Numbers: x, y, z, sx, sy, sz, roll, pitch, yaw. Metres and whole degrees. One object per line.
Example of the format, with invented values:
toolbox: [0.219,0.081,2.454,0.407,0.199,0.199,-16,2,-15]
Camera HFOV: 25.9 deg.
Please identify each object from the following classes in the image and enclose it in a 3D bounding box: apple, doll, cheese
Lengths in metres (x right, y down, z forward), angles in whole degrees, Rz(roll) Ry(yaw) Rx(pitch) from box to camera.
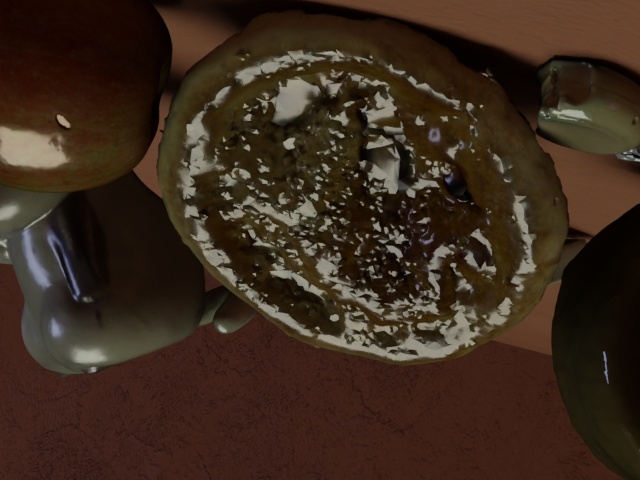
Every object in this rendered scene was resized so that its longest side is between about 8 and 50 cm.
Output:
apple: [-0.211,-0.131,1.115,0.174,0.188,0.188,11,173,0]
doll: [-0.257,-0.016,1.435,0.370,0.226,0.215,54,168,-8]
cheese: [0.208,-0.092,1.068,0.092,0.047,0.171,14,173,16]

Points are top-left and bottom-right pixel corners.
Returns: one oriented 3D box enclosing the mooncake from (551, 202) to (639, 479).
mooncake: [0.350,0.094,1.244,0.284,0.284,0.155,17,173,-10]

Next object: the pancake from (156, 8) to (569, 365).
pancake: [0.031,-0.033,1.135,0.356,0.065,0.356,9,128,12]

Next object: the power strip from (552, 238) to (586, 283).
power strip: [0.163,0.058,1.636,0.367,0.043,0.106,-17,-170,-25]
